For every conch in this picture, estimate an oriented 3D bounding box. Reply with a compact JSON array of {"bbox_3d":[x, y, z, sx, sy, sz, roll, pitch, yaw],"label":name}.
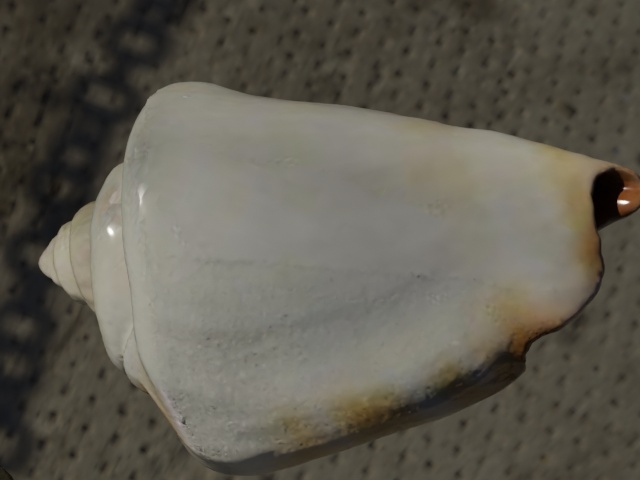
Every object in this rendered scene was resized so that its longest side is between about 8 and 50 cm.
[{"bbox_3d":[0.001,0.009,0.550,0.176,0.094,0.104,6,44,6],"label":"conch"}]

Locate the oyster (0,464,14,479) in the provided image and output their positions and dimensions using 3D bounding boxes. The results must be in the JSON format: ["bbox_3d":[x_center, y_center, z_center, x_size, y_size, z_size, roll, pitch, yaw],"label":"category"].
[{"bbox_3d":[-0.179,0.035,0.301,0.341,0.110,0.166,20,52,-40],"label":"oyster"}]
